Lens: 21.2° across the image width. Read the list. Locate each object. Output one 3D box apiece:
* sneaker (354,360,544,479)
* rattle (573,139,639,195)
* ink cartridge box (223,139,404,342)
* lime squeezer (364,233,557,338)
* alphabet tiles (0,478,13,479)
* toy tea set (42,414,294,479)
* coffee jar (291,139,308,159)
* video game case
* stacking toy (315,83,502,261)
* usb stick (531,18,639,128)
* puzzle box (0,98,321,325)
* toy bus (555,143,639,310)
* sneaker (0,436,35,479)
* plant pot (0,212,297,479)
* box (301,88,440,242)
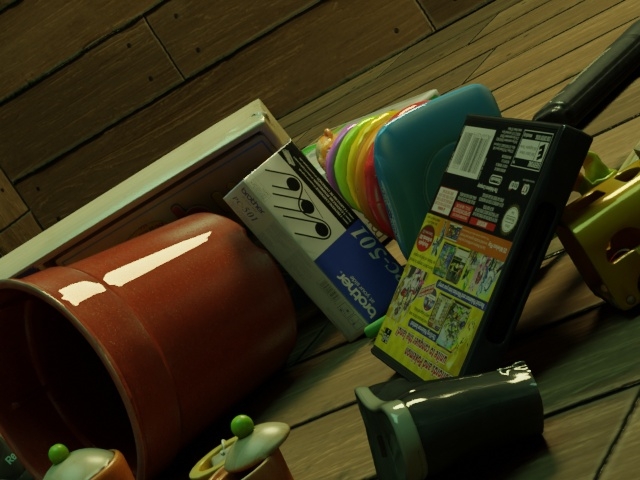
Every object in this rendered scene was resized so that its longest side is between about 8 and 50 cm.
[{"bbox_3d":[0.099,0.141,1.318,0.118,0.083,0.222,-16,2,-8],"label":"sneaker"},{"bbox_3d":[0.286,-0.118,1.603,0.200,0.142,0.130,-60,-22,18],"label":"rattle"},{"bbox_3d":[0.000,0.000,1.836,0.046,0.207,0.097,-39,3,46],"label":"ink cartridge box"},{"bbox_3d":[0.160,0.021,1.693,0.310,0.059,0.110,-31,11,16],"label":"lime squeezer"},{"bbox_3d":[-0.413,0.267,1.754,0.285,0.011,0.342,6,0,-3],"label":"alphabet tiles"},{"bbox_3d":[-0.154,0.221,1.514,0.336,0.124,0.200,-28,11,24],"label":"toy tea set"},{"bbox_3d":[-0.093,-0.043,2.035,0.184,0.079,0.096,-33,32,15],"label":"coffee jar"},{"bbox_3d":[0.134,0.013,1.499,0.275,0.035,0.248,-152,85,-77],"label":"video game case"},{"bbox_3d":[0.072,-0.084,1.912,0.165,0.175,0.302,-26,21,-23],"label":"stacking toy"},{"bbox_3d":[0.364,-0.213,2.196,0.077,0.045,0.278,-19,17,50],"label":"usb stick"},{"bbox_3d":[-0.163,0.040,1.991,0.409,0.272,0.052,-31,34,13],"label":"puzzle box"},{"bbox_3d":[0.290,-0.032,1.411,0.191,0.104,0.202,-23,14,41],"label":"toy bus"},{"bbox_3d":[-0.469,0.327,2.029,0.267,0.106,0.101,-36,12,-10],"label":"sneaker"},{"bbox_3d":[-0.183,0.110,1.808,0.265,0.272,0.272,-31,7,-38],"label":"plant pot"},{"bbox_3d":[0.038,-0.068,2.292,0.231,0.127,0.262,-37,12,-33],"label":"box"}]
